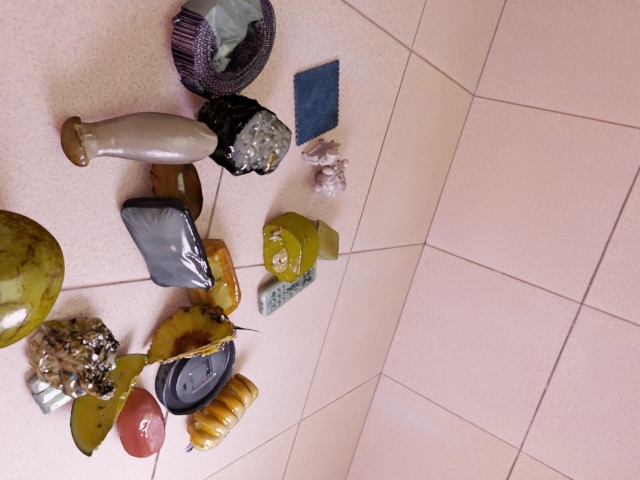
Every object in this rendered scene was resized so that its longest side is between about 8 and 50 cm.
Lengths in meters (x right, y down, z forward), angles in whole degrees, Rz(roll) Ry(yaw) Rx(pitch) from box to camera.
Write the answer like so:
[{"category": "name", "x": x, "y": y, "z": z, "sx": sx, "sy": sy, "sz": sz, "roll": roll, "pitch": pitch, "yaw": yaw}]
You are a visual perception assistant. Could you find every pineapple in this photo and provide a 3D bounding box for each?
[{"category": "pineapple", "x": -0.382, "y": 0.283, "z": 1.524, "sx": 0.335, "sy": 0.161, "sz": 0.158, "roll": -26, "pitch": 153, "yaw": 15}]

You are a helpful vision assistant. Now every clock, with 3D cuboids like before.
[{"category": "clock", "x": -0.436, "y": 0.461, "z": 1.708, "sx": 0.325, "sy": 0.067, "sz": 0.324, "roll": -35, "pitch": 137, "yaw": -41}]

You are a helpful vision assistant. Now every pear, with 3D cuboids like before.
[{"category": "pear", "x": -0.649, "y": 0.077, "z": 0.938, "sx": 0.284, "sy": 0.284, "sz": 0.283, "roll": -36, "pitch": 138, "yaw": -41}]

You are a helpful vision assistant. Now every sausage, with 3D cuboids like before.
[{"category": "sausage", "x": -0.568, "y": 0.586, "z": 1.525, "sx": 0.148, "sy": 0.148, "sz": 0.254, "roll": -34, "pitch": 139, "yaw": -43}]

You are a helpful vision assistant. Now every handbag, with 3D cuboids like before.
[{"category": "handbag", "x": -0.416, "y": 0.024, "z": 1.332, "sx": 0.074, "sy": 0.192, "sz": 0.332, "roll": -80, "pitch": 167, "yaw": -48}]

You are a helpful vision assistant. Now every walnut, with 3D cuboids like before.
[{"category": "walnut", "x": -0.388, "y": -0.139, "z": 1.309, "sx": 0.137, "sy": 0.137, "sz": 0.245, "roll": -43, "pitch": 142, "yaw": -34}]

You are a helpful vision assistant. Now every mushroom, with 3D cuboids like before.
[{"category": "mushroom", "x": -0.421, "y": -0.240, "z": 1.142, "sx": 0.351, "sy": 0.128, "sz": 0.128, "roll": -11, "pitch": 121, "yaw": -32}]

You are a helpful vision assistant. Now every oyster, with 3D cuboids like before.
[{"category": "oyster", "x": -0.627, "y": 0.303, "z": 1.238, "sx": 0.223, "sy": 0.083, "sz": 0.213, "roll": 9, "pitch": 85, "yaw": -40}]

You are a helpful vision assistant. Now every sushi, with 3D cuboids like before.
[{"category": "sushi", "x": -0.217, "y": -0.301, "z": 1.380, "sx": 0.210, "sy": 0.171, "sz": 0.350, "roll": -62, "pitch": 166, "yaw": 14}]

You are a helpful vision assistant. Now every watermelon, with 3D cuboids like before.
[{"category": "watermelon", "x": -0.608, "y": 0.453, "z": 1.365, "sx": 0.123, "sy": 0.129, "sz": 0.300, "roll": 61, "pitch": 41, "yaw": -47}]

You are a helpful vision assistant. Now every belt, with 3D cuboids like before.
[{"category": "belt", "x": -0.247, "y": -0.532, "z": 1.279, "sx": 0.324, "sy": 0.122, "sz": 0.260, "roll": -50, "pitch": 151, "yaw": -24}]

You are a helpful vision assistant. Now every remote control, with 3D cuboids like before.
[{"category": "remote control", "x": -0.135, "y": 0.183, "z": 1.992, "sx": 0.335, "sy": 0.066, "sz": 0.127, "roll": -34, "pitch": 134, "yaw": -43}]

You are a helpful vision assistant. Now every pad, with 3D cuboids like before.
[{"category": "pad", "x": -0.009, "y": -0.508, "z": 1.774, "sx": 0.270, "sy": 0.012, "sz": 0.268, "roll": -37, "pitch": 139, "yaw": -39}]

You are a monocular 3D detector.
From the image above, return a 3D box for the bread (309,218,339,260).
[{"category": "bread", "x": 0.000, "y": 0.000, "z": 2.014, "sx": 0.196, "sy": 0.102, "sz": 0.138, "roll": 33, "pitch": 56, "yaw": -58}]

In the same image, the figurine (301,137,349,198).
[{"category": "figurine", "x": 0.027, "y": -0.261, "z": 1.892, "sx": 0.181, "sy": 0.145, "sz": 0.256, "roll": -67, "pitch": 154, "yaw": -42}]

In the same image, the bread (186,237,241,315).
[{"category": "bread", "x": -0.354, "y": 0.126, "z": 1.564, "sx": 0.152, "sy": 0.120, "sz": 0.288, "roll": -46, "pitch": 143, "yaw": -37}]

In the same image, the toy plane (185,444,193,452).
[{"category": "toy plane", "x": -0.425, "y": 0.775, "z": 1.928, "sx": 0.246, "sy": 0.078, "sz": 0.169, "roll": -35, "pitch": 166, "yaw": -37}]

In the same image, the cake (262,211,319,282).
[{"category": "cake", "x": -0.112, "y": 0.034, "z": 1.814, "sx": 0.156, "sy": 0.179, "sz": 0.260, "roll": -34, "pitch": 136, "yaw": -42}]

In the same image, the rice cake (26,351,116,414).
[{"category": "rice cake", "x": -0.663, "y": 0.357, "z": 1.290, "sx": 0.211, "sy": 0.038, "sz": 0.124, "roll": -31, "pitch": 119, "yaw": -41}]

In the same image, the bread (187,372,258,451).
[{"category": "bread", "x": -0.379, "y": 0.646, "z": 1.827, "sx": 0.311, "sy": 0.173, "sz": 0.121, "roll": -49, "pitch": 123, "yaw": -28}]
